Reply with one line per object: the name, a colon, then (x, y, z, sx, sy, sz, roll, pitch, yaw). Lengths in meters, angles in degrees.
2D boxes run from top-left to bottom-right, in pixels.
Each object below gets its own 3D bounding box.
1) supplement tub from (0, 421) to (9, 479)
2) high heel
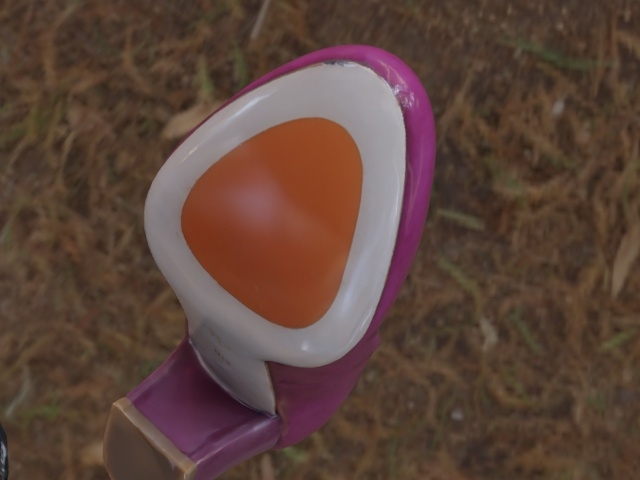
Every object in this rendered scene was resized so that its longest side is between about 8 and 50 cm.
supplement tub: (-0.226, 0.201, 0.539, 0.207, 0.338, 0.207, 4, 153, 2)
high heel: (0.000, 0.000, 0.838, 0.127, 0.181, 0.377, 47, 143, 7)
